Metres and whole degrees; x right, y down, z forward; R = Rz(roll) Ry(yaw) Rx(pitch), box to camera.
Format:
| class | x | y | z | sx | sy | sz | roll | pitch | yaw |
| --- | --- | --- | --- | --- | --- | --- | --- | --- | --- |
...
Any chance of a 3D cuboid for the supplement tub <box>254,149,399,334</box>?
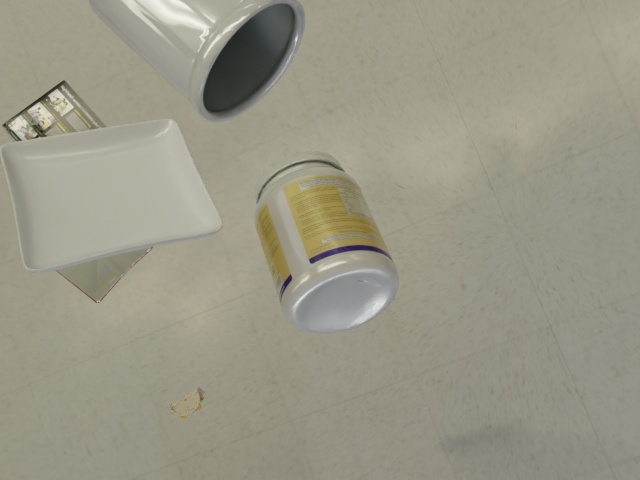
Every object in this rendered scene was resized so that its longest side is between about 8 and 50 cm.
| class | x | y | z | sx | sy | sz | roll | pitch | yaw |
| --- | --- | --- | --- | --- | --- | --- | --- | --- | --- |
| supplement tub | 0.000 | 0.000 | 1.602 | 0.241 | 0.241 | 0.331 | -30 | 52 | 13 |

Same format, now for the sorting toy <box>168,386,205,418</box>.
| class | x | y | z | sx | sy | sz | roll | pitch | yaw |
| --- | --- | --- | --- | --- | --- | --- | --- | --- | --- |
| sorting toy | -0.297 | 0.372 | 1.801 | 0.083 | 0.075 | 0.045 | -33 | 90 | 11 |

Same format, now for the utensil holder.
| class | x | y | z | sx | sy | sz | roll | pitch | yaw |
| --- | --- | --- | --- | --- | --- | --- | --- | --- | --- |
| utensil holder | -0.283 | -0.509 | 1.746 | 0.385 | 0.327 | 0.327 | 41 | 100 | 15 |

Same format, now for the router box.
| class | x | y | z | sx | sy | sz | roll | pitch | yaw |
| --- | --- | --- | --- | --- | --- | --- | --- | --- | --- |
| router box | -0.432 | -0.167 | 1.333 | 0.133 | 0.046 | 0.179 | -41 | 86 | -14 |

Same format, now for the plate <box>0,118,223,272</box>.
| class | x | y | z | sx | sy | sz | roll | pitch | yaw |
| --- | --- | --- | --- | --- | --- | --- | --- | --- | --- |
| plate | -0.315 | -0.068 | 1.160 | 0.278 | 0.045 | 0.277 | -13 | 48 | -20 |

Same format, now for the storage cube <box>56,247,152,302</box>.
| class | x | y | z | sx | sy | sz | roll | pitch | yaw |
| --- | --- | --- | --- | --- | --- | --- | --- | --- | --- |
| storage cube | -0.503 | -0.007 | 1.744 | 0.183 | 0.193 | 0.215 | -45 | 110 | 2 |
